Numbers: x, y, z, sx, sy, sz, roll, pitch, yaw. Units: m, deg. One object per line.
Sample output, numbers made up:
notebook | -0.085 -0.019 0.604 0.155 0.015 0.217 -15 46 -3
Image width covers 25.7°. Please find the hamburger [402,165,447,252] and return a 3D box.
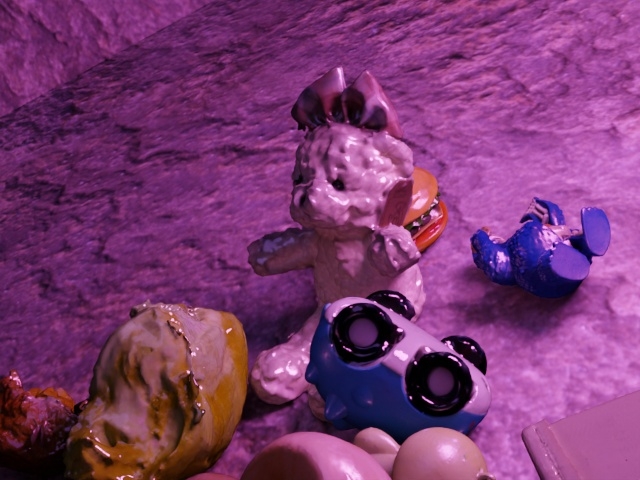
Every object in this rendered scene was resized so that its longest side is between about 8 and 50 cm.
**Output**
hamburger | 0.125 -0.044 2.237 0.162 0.115 0.162 -22 32 15

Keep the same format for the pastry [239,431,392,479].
pastry | -0.006 0.356 1.664 0.265 0.133 0.265 -19 64 43

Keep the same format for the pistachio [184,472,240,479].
pistachio | -0.137 0.368 1.852 0.124 0.124 0.185 -41 25 -20

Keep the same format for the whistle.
whistle | 0.098 0.297 1.766 0.294 0.141 0.141 -2 39 46

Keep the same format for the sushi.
sushi | -0.433 0.280 2.162 0.296 0.167 0.179 -11 43 59

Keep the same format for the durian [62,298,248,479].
durian | -0.208 0.218 1.997 0.204 0.255 0.340 14 5 24

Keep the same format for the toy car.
toy car | 0.094 0.186 1.847 0.190 0.255 0.188 -61 -9 11

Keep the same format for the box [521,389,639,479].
box | 0.425 0.271 1.458 0.344 0.177 0.352 -22 19 3

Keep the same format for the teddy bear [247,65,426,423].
teddy bear | 0.000 0.000 2.041 0.327 0.362 0.375 10 45 46

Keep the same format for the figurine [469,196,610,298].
figurine | 0.307 0.023 2.019 0.164 0.120 0.262 -28 14 -14
